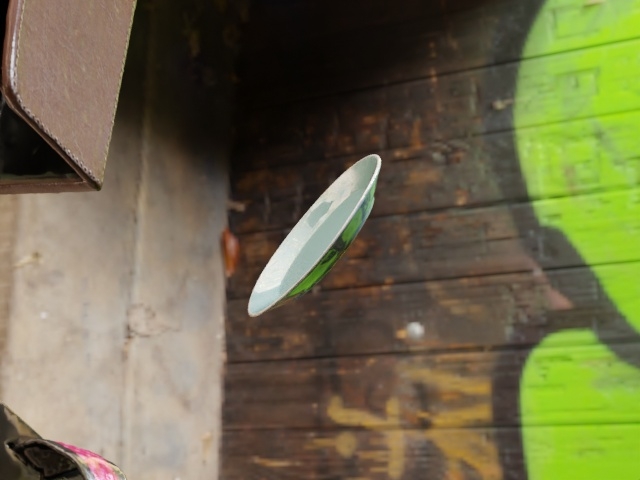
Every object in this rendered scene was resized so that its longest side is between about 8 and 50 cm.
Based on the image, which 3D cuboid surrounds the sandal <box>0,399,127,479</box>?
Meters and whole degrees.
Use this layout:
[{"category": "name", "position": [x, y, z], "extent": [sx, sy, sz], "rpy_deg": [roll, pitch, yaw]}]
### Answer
[{"category": "sandal", "position": [-0.093, 0.095, 0.396], "extent": [0.067, 0.179, 0.040], "rpy_deg": [-53, 154, -22]}]

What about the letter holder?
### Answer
[{"category": "letter holder", "position": [-0.214, -0.206, 0.703], "extent": [0.214, 0.152, 0.301], "rpy_deg": [59, 33, -62]}]

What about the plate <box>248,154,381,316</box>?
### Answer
[{"category": "plate", "position": [0.000, 0.000, 1.094], "extent": [0.024, 0.188, 0.188], "rpy_deg": [38, 45, -12]}]
